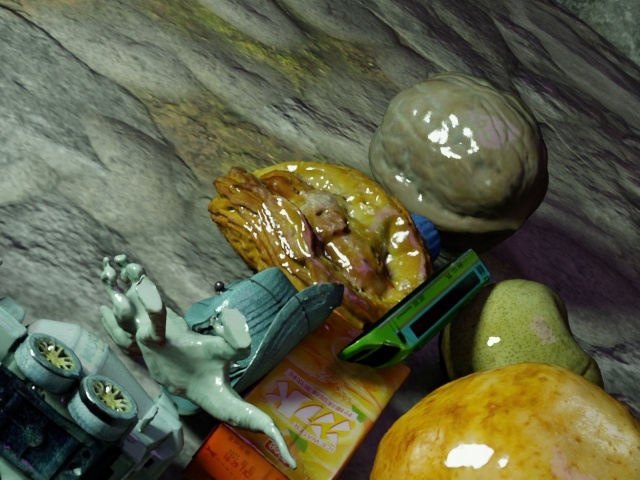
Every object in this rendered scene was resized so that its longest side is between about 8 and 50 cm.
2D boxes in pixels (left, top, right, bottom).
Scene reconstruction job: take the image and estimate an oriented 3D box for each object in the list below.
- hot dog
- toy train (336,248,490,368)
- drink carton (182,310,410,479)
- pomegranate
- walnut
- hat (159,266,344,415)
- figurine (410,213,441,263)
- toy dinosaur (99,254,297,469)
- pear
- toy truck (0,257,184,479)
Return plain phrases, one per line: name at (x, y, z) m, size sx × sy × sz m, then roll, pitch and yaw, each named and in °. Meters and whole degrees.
hot dog at (0.002, -0.001, 1.085) m, size 0.175 × 0.114 × 0.259 m, roll -22°, pitch 61°, yaw -43°
toy train at (0.086, 0.069, 0.977) m, size 0.042 × 0.044 × 0.209 m, roll 54°, pitch 39°, yaw 2°
drink carton at (-0.012, 0.145, 0.901) m, size 0.096 × 0.071 × 0.223 m, roll 38°, pitch 29°, yaw 6°
pomegranate at (0.157, 0.207, 0.831) m, size 0.248 × 0.248 × 0.248 m, roll 26°, pitch 29°, yaw -16°
walnut at (0.167, -0.091, 1.307) m, size 0.224 × 0.224 × 0.224 m, roll 26°, pitch 29°, yaw -16°
hat at (-0.062, 0.064, 0.903) m, size 0.078 × 0.138 × 0.191 m, roll 63°, pitch 31°, yaw -8°
figurine at (0.089, 0.016, 1.204) m, size 0.136 × 0.079 × 0.077 m, roll -73°, pitch 147°, yaw -65°
toy dinosaur at (-0.092, 0.092, 0.801) m, size 0.053 × 0.167 × 0.242 m, roll -34°, pitch 63°, yaw -28°
pear at (0.189, 0.120, 1.072) m, size 0.167 × 0.137 × 0.167 m, roll -23°, pitch 90°, yaw -87°
toy truck at (-0.209, 0.084, 0.752) m, size 0.257 × 0.108 × 0.140 m, roll 39°, pitch 14°, yaw -2°
